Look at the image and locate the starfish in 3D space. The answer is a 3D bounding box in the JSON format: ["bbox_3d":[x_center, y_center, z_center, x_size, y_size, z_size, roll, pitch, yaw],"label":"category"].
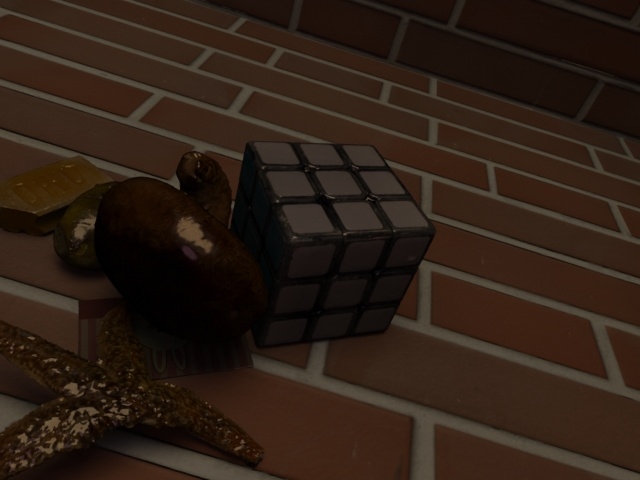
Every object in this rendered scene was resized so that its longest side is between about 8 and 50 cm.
[{"bbox_3d":[-0.340,0.238,0.820,0.399,0.132,0.384,-13,45,-37],"label":"starfish"}]

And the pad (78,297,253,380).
[{"bbox_3d":[-0.291,0.174,1.001,0.300,0.005,0.202,-2,42,-23],"label":"pad"}]

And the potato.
[{"bbox_3d":[-0.447,-0.036,1.101,0.149,0.113,0.251,38,33,-10],"label":"potato"}]

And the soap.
[{"bbox_3d":[-0.584,-0.096,1.157,0.140,0.073,0.232,33,41,20],"label":"soap"}]

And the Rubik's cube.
[{"bbox_3d":[0.000,0.000,1.087,0.304,0.305,0.300,-4,43,-23],"label":"Rubik's cube"}]

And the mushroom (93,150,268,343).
[{"bbox_3d":[-0.249,0.040,0.922,0.239,0.344,0.345,-17,49,-22],"label":"mushroom"}]
